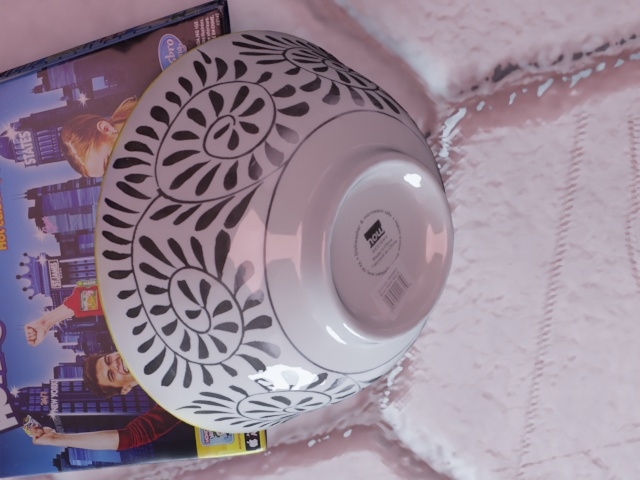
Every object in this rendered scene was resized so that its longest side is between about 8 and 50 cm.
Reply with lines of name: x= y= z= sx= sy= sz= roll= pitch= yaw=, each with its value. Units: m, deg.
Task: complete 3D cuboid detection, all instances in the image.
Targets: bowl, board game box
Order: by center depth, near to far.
bowl: x=0.000 y=0.000 z=0.673 sx=0.170 sy=0.080 sz=0.170 roll=-6 pitch=99 yaw=-42
board game box: x=-0.127 y=0.001 z=0.725 sx=0.194 sy=0.060 sz=0.194 roll=-5 pitch=101 yaw=0
